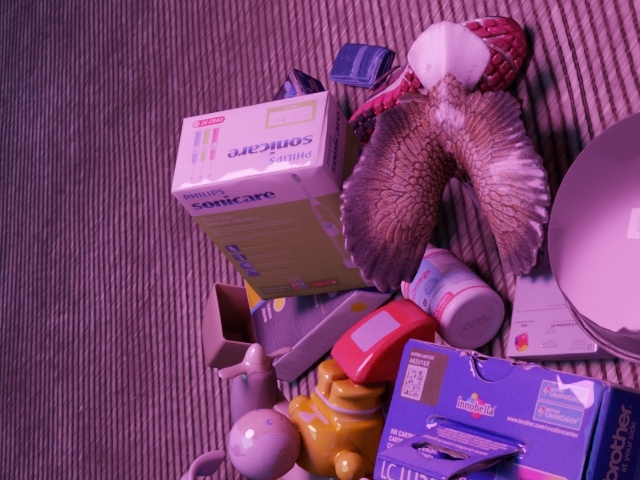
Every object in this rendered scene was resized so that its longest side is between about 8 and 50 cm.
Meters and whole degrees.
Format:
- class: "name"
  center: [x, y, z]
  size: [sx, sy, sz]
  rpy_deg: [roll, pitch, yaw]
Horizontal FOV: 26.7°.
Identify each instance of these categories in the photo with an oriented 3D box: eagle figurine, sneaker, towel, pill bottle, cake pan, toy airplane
- class: "eagle figurine"
  center: [0.166, -0.094, 1.642]
  size: [0.226, 0.225, 0.298]
  rpy_deg: [-54, 11, 39]
- class: "sneaker"
  center: [0.148, -0.215, 1.821]
  size: [0.299, 0.121, 0.112]
  rpy_deg: [-32, 19, 34]
- class: "towel"
  center: [0.061, -0.265, 2.036]
  size: [0.119, 0.029, 0.067]
  rpy_deg: [19, 90, 57]
- class: "pill bottle"
  center: [0.156, 0.064, 1.695]
  size: [0.087, 0.087, 0.160]
  rpy_deg: [-62, 35, 14]
- class: "cake pan"
  center: [0.362, -0.015, 1.428]
  size: [0.293, 0.054, 0.293]
  rpy_deg: [-18, 62, 39]
- class: "toy airplane"
  center: [-0.006, 0.286, 1.655]
  size: [0.386, 0.272, 0.384]
  rpy_deg: [-26, 55, 47]

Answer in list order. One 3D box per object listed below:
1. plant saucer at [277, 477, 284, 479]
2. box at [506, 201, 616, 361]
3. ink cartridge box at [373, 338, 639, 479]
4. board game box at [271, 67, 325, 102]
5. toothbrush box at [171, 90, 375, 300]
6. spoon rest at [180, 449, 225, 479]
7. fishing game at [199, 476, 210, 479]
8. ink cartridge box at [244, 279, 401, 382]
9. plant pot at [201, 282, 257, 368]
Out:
- class: "plant saucer"
  center: [-0.058, 0.359, 1.925]
  size: [0.083, 0.015, 0.083]
  rpy_deg: [-28, 54, 46]
- class: "box"
  center: [0.288, 0.045, 1.561]
  size: [0.145, 0.038, 0.186]
  rpy_deg: [-10, 66, 53]
- class: "ink cartridge box"
  center: [0.241, 0.198, 1.234]
  size: [0.270, 0.396, 0.151]
  rpy_deg: [7, 81, 56]
- class: "board game box"
  center: [-0.051, -0.119, 1.978]
  size: [0.194, 0.060, 0.194]
  rpy_deg: [-48, 41, 24]
- class: "toothbrush box"
  center: [-0.035, -0.049, 1.756]
  size: [0.206, 0.283, 0.122]
  rpy_deg: [-9, 56, 21]
- class: "spoon rest"
  center: [-0.135, 0.416, 1.880]
  size: [0.137, 0.084, 0.276]
  rpy_deg: [-55, 44, 29]
- class: "fishing game"
  center: [-0.127, 0.457, 1.959]
  size: [0.264, 0.041, 0.189]
  rpy_deg: [42, 117, 48]
- class: "ink cartridge box"
  center: [0.000, 0.000, 1.961]
  size: [0.307, 0.072, 0.303]
  rpy_deg: [-45, 42, 35]
- class: "plant pot"
  center: [-0.126, 0.142, 2.051]
  size: [0.096, 0.109, 0.109]
  rpy_deg: [-54, 37, 40]
